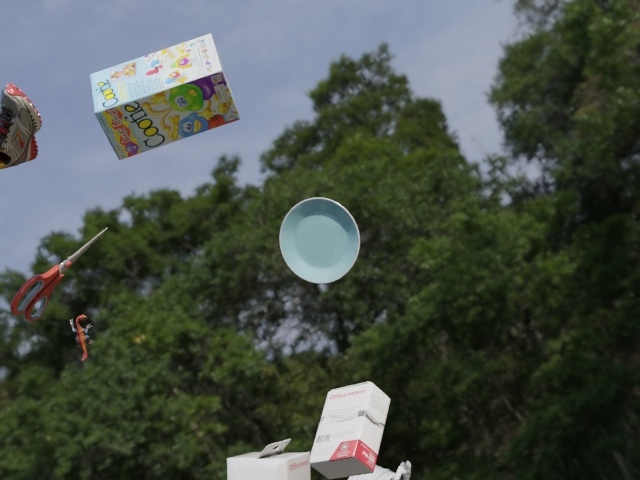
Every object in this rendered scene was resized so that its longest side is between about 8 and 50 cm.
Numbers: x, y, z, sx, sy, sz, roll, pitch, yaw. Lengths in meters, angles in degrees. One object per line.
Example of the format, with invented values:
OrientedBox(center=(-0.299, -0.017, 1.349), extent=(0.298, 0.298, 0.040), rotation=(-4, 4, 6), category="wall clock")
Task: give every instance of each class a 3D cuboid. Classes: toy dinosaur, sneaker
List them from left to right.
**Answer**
OrientedBox(center=(-0.618, -0.219, 1.876), extent=(0.092, 0.088, 0.225), rotation=(-36, -20, -35), category="sneaker")
OrientedBox(center=(-0.544, 0.214, 2.152), extent=(0.047, 0.090, 0.082), rotation=(-16, -41, -13), category="toy dinosaur")

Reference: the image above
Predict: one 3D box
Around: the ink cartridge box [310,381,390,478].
OrientedBox(center=(0.048, 0.303, 1.495), extent=(0.099, 0.135, 0.056), rotation=(-20, -51, 39), category="ink cartridge box")

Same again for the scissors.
OrientedBox(center=(-0.592, 0.060, 2.139), extent=(0.297, 0.021, 0.109), rotation=(-54, -29, -21), category="scissors")

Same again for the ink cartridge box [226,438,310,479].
OrientedBox(center=(-0.069, 0.345, 1.275), extent=(0.089, 0.143, 0.092), rotation=(-4, -8, 19), category="ink cartridge box")

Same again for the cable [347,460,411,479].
OrientedBox(center=(0.072, 0.564, 1.845), extent=(0.257, 0.089, 0.257), rotation=(-34, -38, -52), category="cable")

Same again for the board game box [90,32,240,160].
OrientedBox(center=(-0.331, -0.306, 2.002), extent=(0.275, 0.144, 0.142), rotation=(-18, -43, 0), category="board game box")

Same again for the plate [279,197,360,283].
OrientedBox(center=(0.000, 0.000, 2.044), extent=(0.188, 0.188, 0.024), rotation=(-37, -8, 19), category="plate")
